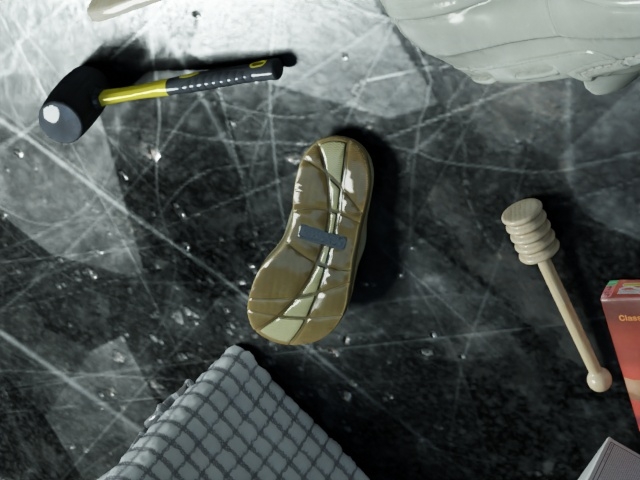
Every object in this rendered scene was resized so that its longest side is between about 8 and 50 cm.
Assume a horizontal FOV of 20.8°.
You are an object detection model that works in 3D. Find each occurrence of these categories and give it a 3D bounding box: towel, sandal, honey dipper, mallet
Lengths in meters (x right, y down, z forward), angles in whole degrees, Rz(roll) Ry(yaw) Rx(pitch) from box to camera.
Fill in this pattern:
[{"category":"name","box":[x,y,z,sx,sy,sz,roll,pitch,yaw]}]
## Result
[{"category":"towel","box":[-0.063,0.263,1.381,0.284,0.235,0.121,46,138,-9]},{"category":"sandal","box":[0.000,0.000,1.276,0.072,0.049,0.180,21,117,7]},{"category":"honey dipper","box":[0.171,0.043,1.220,0.030,0.030,0.161,-10,120,35]},{"category":"mallet","box":[-0.118,-0.104,1.248,0.189,0.062,0.039,-3,123,31]}]

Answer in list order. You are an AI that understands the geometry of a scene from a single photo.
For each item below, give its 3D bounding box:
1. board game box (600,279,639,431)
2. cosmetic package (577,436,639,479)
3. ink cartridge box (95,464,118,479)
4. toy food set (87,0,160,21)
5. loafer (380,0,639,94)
[{"category":"board game box","box":[0.338,0.087,1.160,0.281,0.027,0.145,-3,120,31]},{"category":"cosmetic package","box":[0.208,0.252,1.321,0.099,0.060,0.239,31,139,7]},{"category":"ink cartridge box","box":[-0.247,0.373,1.528,0.166,0.285,0.395,47,132,-7]},{"category":"toy food set","box":[-0.143,-0.296,1.095,0.219,0.092,0.306,-14,117,36]},{"category":"loafer","box":[0.168,-0.142,0.998,0.111,0.112,0.319,44,160,-30]}]
